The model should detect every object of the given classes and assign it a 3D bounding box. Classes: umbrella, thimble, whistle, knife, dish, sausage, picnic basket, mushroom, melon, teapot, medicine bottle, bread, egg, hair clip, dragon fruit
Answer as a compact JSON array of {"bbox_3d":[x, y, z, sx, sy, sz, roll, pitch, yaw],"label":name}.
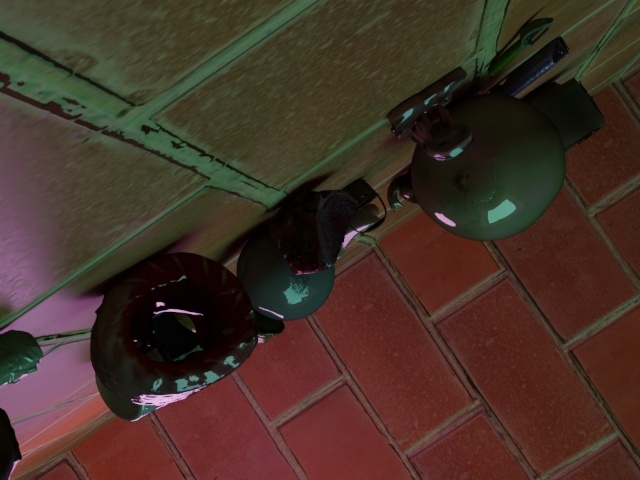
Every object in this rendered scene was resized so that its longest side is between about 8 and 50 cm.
[{"bbox_3d":[-0.346,0.137,1.064,0.062,0.067,0.143,-1,-157,36],"label":"umbrella"},{"bbox_3d":[-0.180,0.107,1.261,0.189,0.163,0.125,-16,168,-24],"label":"thimble"},{"bbox_3d":[0.331,-0.267,1.719,0.176,0.033,0.033,-37,174,37],"label":"whistle"},{"bbox_3d":[0.262,-0.259,1.412,0.022,0.026,0.184,-63,-173,-18],"label":"knife"},{"bbox_3d":[0.000,0.000,1.896,0.151,0.077,0.212,-29,174,-27],"label":"dish"},{"bbox_3d":[0.087,-0.050,2.230,0.083,0.034,0.034,-33,175,-24],"label":"sausage"},{"bbox_3d":[0.071,-0.055,1.776,0.072,0.083,0.072,-33,176,-3],"label":"picnic basket"},{"bbox_3d":[0.202,-0.115,2.086,0.170,0.080,0.135,-40,163,25],"label":"mushroom"},{"bbox_3d":[0.261,-0.114,1.628,0.223,0.223,0.317,-36,173,26],"label":"melon"},{"bbox_3d":[-0.232,0.144,1.746,0.177,0.087,0.096,-31,179,-28],"label":"teapot"},{"bbox_3d":[-0.293,0.224,1.849,0.168,0.135,0.135,-27,172,-45],"label":"medicine bottle"},{"bbox_3d":[-0.149,0.126,1.649,0.149,0.187,0.065,-10,120,-57],"label":"bread"},{"bbox_3d":[-0.054,0.048,1.606,0.146,0.146,0.198,-35,162,9],"label":"egg"},{"bbox_3d":[0.139,-0.173,1.406,0.123,0.102,0.138,-32,-153,-4],"label":"hair clip"},{"bbox_3d":[-0.019,-0.031,1.485,0.102,0.096,0.147,-25,-149,30],"label":"dragon fruit"}]

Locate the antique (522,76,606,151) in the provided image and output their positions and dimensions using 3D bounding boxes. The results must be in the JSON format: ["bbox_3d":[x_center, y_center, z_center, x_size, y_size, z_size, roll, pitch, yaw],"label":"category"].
[{"bbox_3d":[0.492,-0.250,2.252,0.152,0.148,0.147,-31,174,-19],"label":"antique"}]

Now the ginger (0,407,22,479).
[{"bbox_3d":[-0.507,0.323,1.177,0.418,0.176,0.254,-37,173,-28],"label":"ginger"}]
